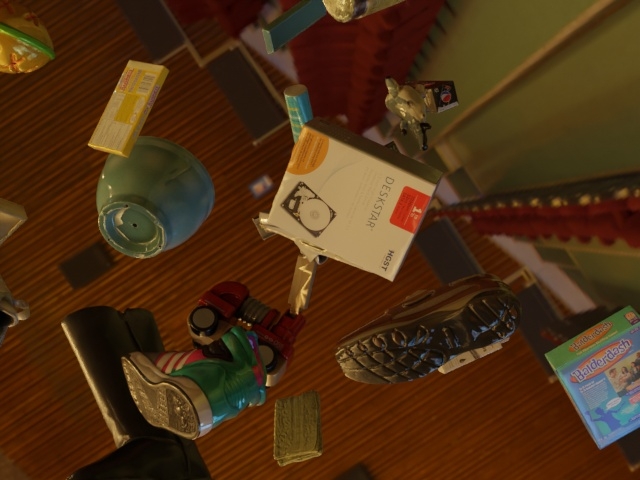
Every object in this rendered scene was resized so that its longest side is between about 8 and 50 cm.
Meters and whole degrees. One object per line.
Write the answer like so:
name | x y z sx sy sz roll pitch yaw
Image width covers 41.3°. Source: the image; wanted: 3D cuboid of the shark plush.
shark plush | 0.152 -0.203 1.396 0.073 0.067 0.161 -3 -133 -35

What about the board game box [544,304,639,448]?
board game box | 0.484 0.228 1.397 0.210 0.160 0.047 56 -173 -29

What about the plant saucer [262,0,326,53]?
plant saucer | -0.054 -0.488 1.893 0.018 0.192 0.067 27 146 35

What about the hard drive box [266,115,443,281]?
hard drive box | 0.056 -0.070 1.380 0.232 0.181 0.089 24 -159 8

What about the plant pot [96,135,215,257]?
plant pot | -0.429 -0.081 2.093 0.293 0.293 0.196 57 -149 -29

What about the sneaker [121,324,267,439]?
sneaker | -0.174 0.196 1.269 0.295 0.178 0.124 7 114 57

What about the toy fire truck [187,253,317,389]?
toy fire truck | -0.121 0.138 1.714 0.217 0.246 0.158 30 151 14

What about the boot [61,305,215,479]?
boot | -0.401 0.312 1.629 0.367 0.146 0.445 27 -148 -56

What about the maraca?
maraca | -0.464 -0.297 1.195 0.185 0.099 0.127 21 173 -31

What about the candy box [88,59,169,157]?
candy box | -0.397 -0.275 1.759 0.105 0.206 0.027 16 167 34

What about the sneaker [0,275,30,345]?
sneaker | -0.703 0.146 1.490 0.210 0.365 0.137 35 136 27

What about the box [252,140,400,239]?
box | 0.022 -0.124 2.112 0.293 0.295 0.073 -36 -81 -48

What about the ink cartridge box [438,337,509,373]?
ink cartridge box | 0.330 0.211 1.887 0.060 0.180 0.104 121 125 -84

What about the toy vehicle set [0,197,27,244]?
toy vehicle set | -0.697 -0.037 1.558 0.267 0.166 0.035 27 -152 -57

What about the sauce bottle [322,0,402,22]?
sauce bottle | 0.157 -0.514 1.625 0.111 0.344 0.111 36 141 37

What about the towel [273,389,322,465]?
towel | -0.047 0.389 1.767 0.027 0.110 0.148 52 -153 -50

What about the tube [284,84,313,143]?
tube | -0.038 -0.255 1.941 0.080 0.052 0.207 26 142 39

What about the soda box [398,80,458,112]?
soda box | 0.216 -0.304 1.789 0.169 0.060 0.053 20 130 62

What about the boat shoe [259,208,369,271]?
boat shoe | 0.000 0.000 1.593 0.096 0.267 0.088 -22 -59 -65

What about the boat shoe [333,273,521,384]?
boat shoe | 0.183 0.148 1.465 0.120 0.323 0.123 -93 -19 -60
